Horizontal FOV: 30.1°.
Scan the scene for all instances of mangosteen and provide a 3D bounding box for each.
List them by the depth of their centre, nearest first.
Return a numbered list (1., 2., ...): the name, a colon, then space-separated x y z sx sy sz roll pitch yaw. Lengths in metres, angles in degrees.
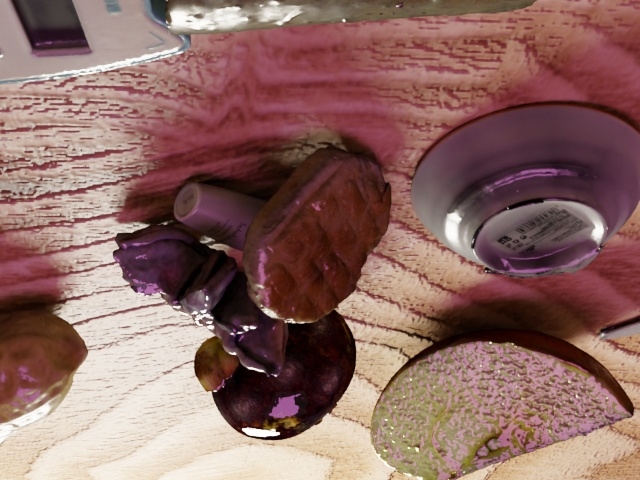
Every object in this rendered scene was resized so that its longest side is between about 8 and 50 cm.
1. mangosteen: -0.063 0.132 1.443 0.192 0.192 0.217 -30 104 35

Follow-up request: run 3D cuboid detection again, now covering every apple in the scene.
1. apple: 0.238 0.216 1.624 0.346 0.179 0.254 -24 158 25

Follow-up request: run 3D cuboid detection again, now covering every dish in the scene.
1. dish: 0.229 -0.029 1.266 0.260 0.085 0.260 -2 146 -2

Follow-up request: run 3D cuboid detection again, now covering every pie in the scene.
1. pie: 0.000 0.000 1.226 0.195 0.046 0.195 -27 132 -34

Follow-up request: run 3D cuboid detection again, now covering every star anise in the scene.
1. star anise: -0.125 0.055 1.274 0.236 0.093 0.229 38 173 2

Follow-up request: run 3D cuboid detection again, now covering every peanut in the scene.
1. peanut: -0.417 0.184 1.468 0.159 0.143 0.291 11 145 -45

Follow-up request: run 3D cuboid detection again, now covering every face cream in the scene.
1. face cream: -0.073 -0.016 1.284 0.182 0.051 0.072 21 136 -40

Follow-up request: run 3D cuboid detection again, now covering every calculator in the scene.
1. calculator: -0.305 -0.206 0.911 0.386 0.054 0.256 -6 150 1

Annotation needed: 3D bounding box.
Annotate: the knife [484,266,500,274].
1. knife: 0.264 -0.011 1.392 0.045 0.021 0.222 10 147 -19

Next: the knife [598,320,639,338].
1. knife: 0.538 0.083 1.611 0.336 0.043 0.081 -21 154 35

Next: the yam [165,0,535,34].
1. yam: 0.018 -0.228 0.836 0.268 0.161 0.161 -7 150 -2
